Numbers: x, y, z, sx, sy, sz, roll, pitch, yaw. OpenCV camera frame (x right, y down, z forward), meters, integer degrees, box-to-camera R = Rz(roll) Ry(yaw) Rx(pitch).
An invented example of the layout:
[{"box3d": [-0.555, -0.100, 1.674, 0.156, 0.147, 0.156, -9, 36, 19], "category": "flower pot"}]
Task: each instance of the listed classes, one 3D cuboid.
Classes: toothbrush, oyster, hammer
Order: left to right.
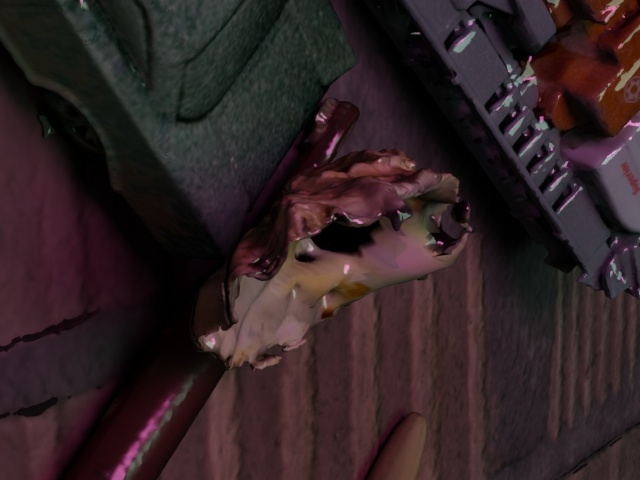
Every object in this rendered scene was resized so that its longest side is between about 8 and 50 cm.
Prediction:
[{"box3d": [-0.068, 0.064, 0.674, 0.364, 0.040, 0.041, -58, 138, -28], "category": "toothbrush"}, {"box3d": [0.004, -0.004, 0.631, 0.072, 0.133, 0.209, 54, 29, 12], "category": "oyster"}, {"box3d": [0.075, 0.185, 0.910, 0.060, 0.028, 0.195, -62, 143, -33], "category": "hammer"}]

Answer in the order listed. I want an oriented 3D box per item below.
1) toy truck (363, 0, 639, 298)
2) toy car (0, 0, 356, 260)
[{"box3d": [0.145, -0.114, 0.845, 0.184, 0.133, 0.338, -46, 132, -13], "category": "toy truck"}, {"box3d": [-0.079, -0.143, 0.564, 0.141, 0.097, 0.321, -58, 138, -28], "category": "toy car"}]
